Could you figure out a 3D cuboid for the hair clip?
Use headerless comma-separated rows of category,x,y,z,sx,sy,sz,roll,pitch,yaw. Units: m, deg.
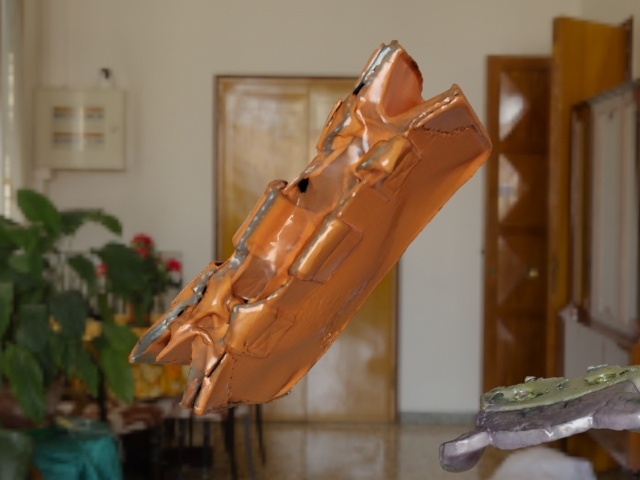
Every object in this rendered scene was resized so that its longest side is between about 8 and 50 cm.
hair clip,0.194,0.126,0.842,0.187,0.056,0.146,-4,10,24

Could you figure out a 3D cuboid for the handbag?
handbag,0.000,0.000,1.206,0.116,0.410,0.303,41,4,15
